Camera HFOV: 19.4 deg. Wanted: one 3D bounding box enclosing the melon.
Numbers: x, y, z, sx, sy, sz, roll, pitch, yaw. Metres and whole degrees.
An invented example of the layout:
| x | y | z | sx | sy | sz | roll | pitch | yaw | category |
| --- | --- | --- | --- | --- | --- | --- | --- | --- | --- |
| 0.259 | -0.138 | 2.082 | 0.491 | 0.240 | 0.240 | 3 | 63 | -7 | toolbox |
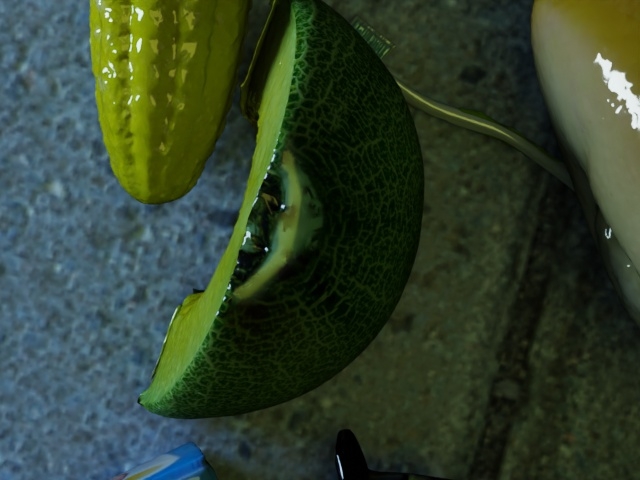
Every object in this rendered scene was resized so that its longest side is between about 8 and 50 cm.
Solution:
| x | y | z | sx | sy | sz | roll | pitch | yaw | category |
| --- | --- | --- | --- | --- | --- | --- | --- | --- | --- |
| 0.000 | 0.000 | 1.054 | 0.129 | 0.169 | 0.265 | 19 | 93 | -12 | melon |

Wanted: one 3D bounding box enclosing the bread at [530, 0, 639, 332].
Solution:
| x | y | z | sx | sy | sz | roll | pitch | yaw | category |
| --- | --- | --- | --- | --- | --- | --- | --- | --- | --- |
| 0.323 | -0.073 | 1.057 | 0.376 | 0.253 | 0.348 | -27 | 92 | -11 | bread |

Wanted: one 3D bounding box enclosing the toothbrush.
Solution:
| x | y | z | sx | sy | sz | roll | pitch | yaw | category |
| --- | --- | --- | --- | --- | --- | --- | --- | --- | --- |
| 0.119 | -0.054 | 1.150 | 0.263 | 0.022 | 0.026 | 35 | 98 | -8 | toothbrush |

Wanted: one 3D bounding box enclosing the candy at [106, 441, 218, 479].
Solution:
| x | y | z | sx | sy | sz | roll | pitch | yaw | category |
| --- | --- | --- | --- | --- | --- | --- | --- | --- | --- |
| -0.081 | 0.287 | 1.088 | 0.157 | 0.100 | 0.306 | -24 | 96 | -7 | candy |

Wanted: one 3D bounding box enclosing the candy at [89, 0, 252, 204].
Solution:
| x | y | z | sx | sy | sz | roll | pitch | yaw | category |
| --- | --- | --- | --- | --- | --- | --- | --- | --- | --- |
| -0.087 | -0.119 | 1.077 | 0.094 | 0.106 | 0.199 | 4 | 96 | 8 | candy |

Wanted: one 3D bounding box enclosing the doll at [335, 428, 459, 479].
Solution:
| x | y | z | sx | sy | sz | roll | pitch | yaw | category |
| --- | --- | --- | --- | --- | --- | --- | --- | --- | --- |
| 0.060 | 0.229 | 1.114 | 0.127 | 0.088 | 0.248 | -21 | 99 | -13 | doll |
